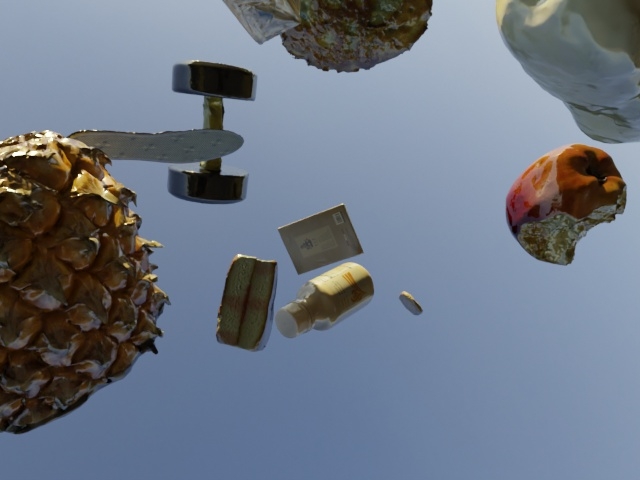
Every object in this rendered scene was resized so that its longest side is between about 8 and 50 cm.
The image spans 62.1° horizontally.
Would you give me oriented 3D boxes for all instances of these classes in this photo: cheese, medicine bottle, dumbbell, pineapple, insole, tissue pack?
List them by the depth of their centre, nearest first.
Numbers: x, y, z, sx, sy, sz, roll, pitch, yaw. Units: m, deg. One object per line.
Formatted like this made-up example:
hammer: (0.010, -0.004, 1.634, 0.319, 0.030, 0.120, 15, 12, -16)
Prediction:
cheese: (0.210, -0.159, 0.362, 0.263, 0.093, 0.159, 9, -83, -48)
pineapple: (-0.383, 0.034, 0.661, 0.352, 0.353, 0.300, -45, -52, -42)
tissue pack: (-0.100, -0.411, 0.789, 0.148, 0.092, 0.196, 44, -148, -44)
insole: (-0.263, -0.155, 0.879, 0.322, 0.109, 0.007, -9, -111, -44)
medicine bottle: (0.007, 0.135, 1.159, 0.252, 0.114, 0.114, -24, -94, -47)
dumbbell: (-0.267, -0.264, 1.307, 0.204, 0.204, 0.322, -5, -72, -41)

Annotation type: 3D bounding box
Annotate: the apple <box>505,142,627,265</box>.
apple: (0.353, -0.061, 0.769, 0.156, 0.158, 0.147, 0, -134, -20)

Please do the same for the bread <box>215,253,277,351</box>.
bread: (-0.064, 0.068, 0.453, 0.043, 0.109, 0.062, 12, -138, 2)

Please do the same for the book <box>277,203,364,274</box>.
book: (0.000, 0.000, 1.362, 0.138, 0.199, 0.016, 67, -156, -9)

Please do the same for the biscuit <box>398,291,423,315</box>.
biscuit: (0.227, 0.161, 1.345, 0.018, 0.147, 0.071, -41, -101, -5)

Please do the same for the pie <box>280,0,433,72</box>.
pie: (0.078, -0.533, 1.224, 0.355, 0.288, 0.102, -5, -141, 3)
